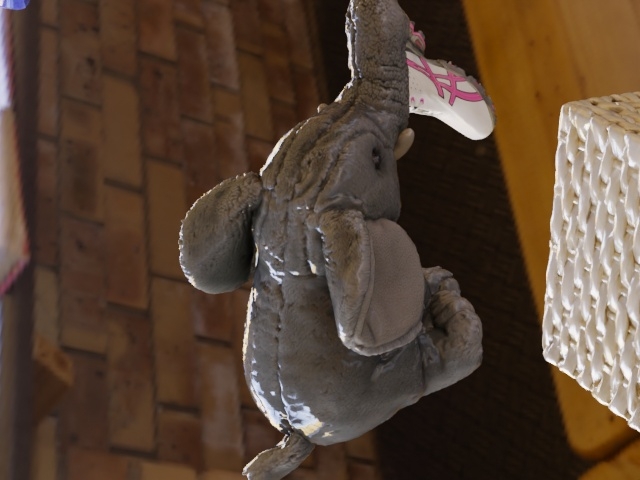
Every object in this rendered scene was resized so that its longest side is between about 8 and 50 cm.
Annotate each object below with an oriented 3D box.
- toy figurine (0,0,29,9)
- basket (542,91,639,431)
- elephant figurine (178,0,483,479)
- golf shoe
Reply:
[{"bbox_3d":[-0.144,-0.147,0.408,0.191,0.217,0.362,93,-179,-66],"label":"toy figurine"},{"bbox_3d":[0.425,0.022,1.313,0.328,0.267,0.331,-138,45,-58],"label":"basket"},{"bbox_3d":[0.000,0.000,0.779,0.239,0.169,0.186,71,-173,-45],"label":"elephant figurine"},{"bbox_3d":[0.105,-0.159,1.355,0.086,0.186,0.067,-59,18,-23],"label":"golf shoe"}]
